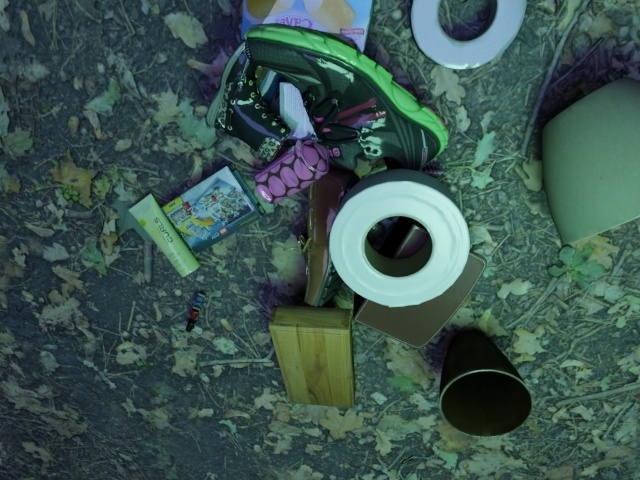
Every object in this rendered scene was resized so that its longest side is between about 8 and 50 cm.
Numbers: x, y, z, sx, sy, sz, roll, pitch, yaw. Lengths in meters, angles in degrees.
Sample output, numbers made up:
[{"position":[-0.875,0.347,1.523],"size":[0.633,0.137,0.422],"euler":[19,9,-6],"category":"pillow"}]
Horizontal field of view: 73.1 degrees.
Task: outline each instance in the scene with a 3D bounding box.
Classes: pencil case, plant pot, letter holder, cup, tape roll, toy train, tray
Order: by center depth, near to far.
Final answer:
[{"position":[0.586,-0.174,0.856],"size":[0.331,0.331,0.236],"euler":[-30,80,20],"category":"cup"},{"position":[0.293,-0.464,0.876],"size":[0.219,0.072,0.219],"euler":[3,114,7],"category":"tape roll"},{"position":[0.164,-0.003,0.921],"size":[0.286,0.100,0.286],"euler":[3,114,7],"category":"tape roll"},{"position":[-0.076,-0.162,1.024],"size":[0.098,0.095,0.209],"euler":[23,146,-33],"category":"pencil case"},{"position":[0.246,0.096,1.096],"size":[0.215,0.152,0.301],"euler":[26,116,-5],"category":"letter holder"},{"position":[0.410,0.347,1.136],"size":[0.216,0.230,0.215],"euler":[3,115,7],"category":"plant pot"},{"position":[-0.010,0.341,1.216],"size":[0.203,0.076,0.410],"euler":[2,135,9],"category":"tray"},{"position":[-0.380,0.217,1.310],"size":[0.027,0.036,0.158],"euler":[25,115,-2],"category":"toy train"}]

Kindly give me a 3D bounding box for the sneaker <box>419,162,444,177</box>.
[{"position":[0.238,-0.153,1.046],"size":[0.119,0.047,0.057],"euler":[-3,128,14],"category":"sneaker"}]

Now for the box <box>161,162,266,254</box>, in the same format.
[{"position":[-0.287,-0.081,1.156],"size":[0.233,0.044,0.159],"euler":[-27,107,19],"category":"box"}]

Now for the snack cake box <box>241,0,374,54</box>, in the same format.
[{"position":[-0.024,-0.481,0.910],"size":[0.265,0.089,0.152],"euler":[11,114,4],"category":"snack cake box"}]

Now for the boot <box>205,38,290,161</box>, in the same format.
[{"position":[-0.130,-0.301,0.935],"size":[0.179,0.085,0.236],"euler":[35,125,-5],"category":"boot"}]

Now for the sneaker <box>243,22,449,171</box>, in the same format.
[{"position":[0.054,-0.259,0.873],"size":[0.483,0.185,0.202],"euler":[27,105,-25],"category":"sneaker"}]

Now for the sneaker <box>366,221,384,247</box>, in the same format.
[{"position":[0.126,-0.016,1.108],"size":[0.071,0.066,0.188],"euler":[6,116,4],"category":"sneaker"}]

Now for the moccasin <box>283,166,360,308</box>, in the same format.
[{"position":[-0.002,0.001,1.099],"size":[0.147,0.139,0.379],"euler":[17,117,25],"category":"moccasin"}]

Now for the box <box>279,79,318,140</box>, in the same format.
[{"position":[-0.021,-0.301,0.999],"size":[0.137,0.072,0.126],"euler":[6,115,7],"category":"box"}]

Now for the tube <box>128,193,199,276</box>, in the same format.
[{"position":[-0.434,-0.008,1.208],"size":[0.070,0.062,0.240],"euler":[-37,102,-20],"category":"tube"}]

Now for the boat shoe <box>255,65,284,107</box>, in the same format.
[{"position":[-0.139,-0.358,1.003],"size":[0.066,0.066,0.183],"euler":[47,119,9],"category":"boat shoe"}]
